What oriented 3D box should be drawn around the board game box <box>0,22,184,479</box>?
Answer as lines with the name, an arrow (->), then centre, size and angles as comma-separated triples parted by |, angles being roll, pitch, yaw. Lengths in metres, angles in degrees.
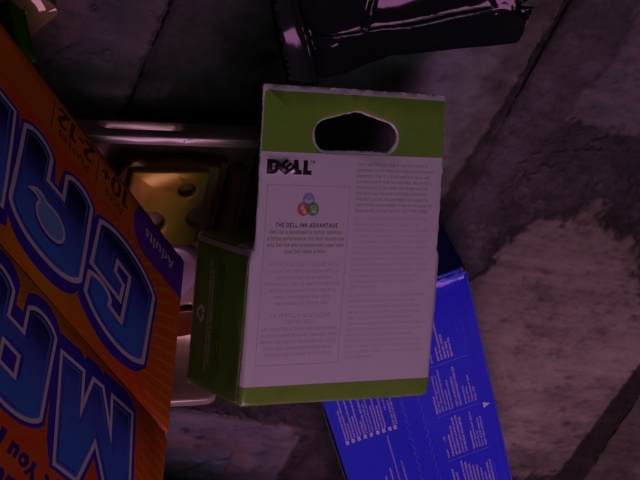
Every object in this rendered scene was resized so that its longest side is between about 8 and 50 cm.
board game box -> -0.342, 0.078, 1.037 | 0.356, 0.356, 0.356 | -18, 132, 18

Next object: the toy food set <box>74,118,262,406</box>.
toy food set -> -0.169, 0.026, 1.306 | 0.219, 0.092, 0.306 | 0, 131, -20

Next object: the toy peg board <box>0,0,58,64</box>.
toy peg board -> -0.297, -0.149, 1.109 | 0.160, 0.079, 0.161 | -37, 132, 14

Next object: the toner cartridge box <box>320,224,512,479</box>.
toner cartridge box -> 0.084, 0.160, 1.509 | 0.165, 0.075, 0.348 | -17, 128, -2

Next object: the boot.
boot -> 0.057, -0.226, 1.153 | 0.207, 0.094, 0.246 | -14, 141, -2

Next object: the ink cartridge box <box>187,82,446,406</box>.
ink cartridge box -> 0.000, 0.000, 1.280 | 0.188, 0.097, 0.255 | 0, 97, -33
